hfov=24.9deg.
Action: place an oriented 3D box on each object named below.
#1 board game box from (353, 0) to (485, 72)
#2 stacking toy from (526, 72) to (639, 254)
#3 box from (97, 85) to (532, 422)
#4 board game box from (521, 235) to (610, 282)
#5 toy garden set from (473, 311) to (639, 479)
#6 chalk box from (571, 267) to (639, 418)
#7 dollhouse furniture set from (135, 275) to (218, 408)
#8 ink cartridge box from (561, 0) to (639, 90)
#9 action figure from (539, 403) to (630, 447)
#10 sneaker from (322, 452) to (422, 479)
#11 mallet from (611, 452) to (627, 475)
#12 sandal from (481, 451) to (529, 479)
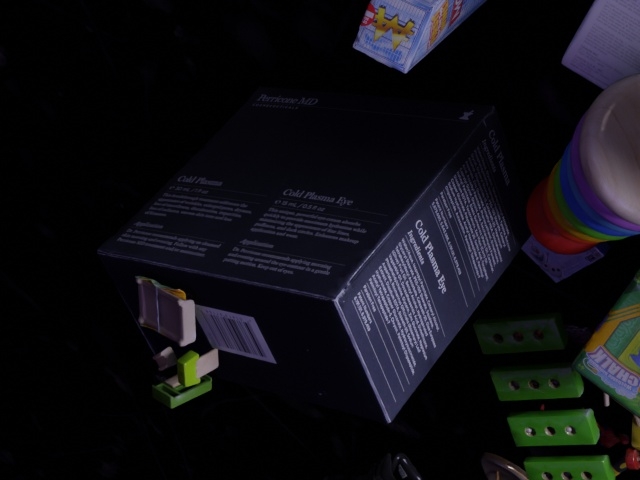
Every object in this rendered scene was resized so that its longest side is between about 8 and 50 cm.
[{"bbox_3d":[0.106,-0.253,1.317,0.060,0.194,0.194,27,144,14],"label":"board game box"},{"bbox_3d":[0.274,-0.055,1.405,0.141,0.141,0.330,38,168,-1],"label":"stacking toy"},{"bbox_3d":[0.000,0.000,1.577,0.343,0.312,0.179,10,137,39],"label":"box"},{"bbox_3d":[0.261,-0.003,1.612,0.090,0.020,0.090,43,145,-7],"label":"board game box"},{"bbox_3d":[0.318,0.186,1.738,0.204,0.049,0.244,-7,114,33],"label":"toy garden set"},{"bbox_3d":[0.364,0.104,1.524,0.132,0.132,0.213,35,139,12],"label":"chalk box"},{"bbox_3d":[-0.147,0.102,1.539,0.076,0.059,0.151,24,126,37],"label":"dollhouse furniture set"},{"bbox_3d":[0.347,-0.200,1.299,0.189,0.066,0.232,33,136,7],"label":"ink cartridge box"},{"bbox_3d":[0.330,0.233,1.811,0.115,0.030,0.038,18,146,20],"label":"action figure"},{"bbox_3d":[0.082,0.370,2.144,0.087,0.130,0.227,43,172,-16],"label":"sneaker"},{"bbox_3d":[0.381,0.297,1.837,0.062,0.039,0.190,41,141,-4],"label":"mallet"},{"bbox_3d":[0.258,0.362,1.998,0.072,0.049,0.180,14,138,30],"label":"sandal"}]
